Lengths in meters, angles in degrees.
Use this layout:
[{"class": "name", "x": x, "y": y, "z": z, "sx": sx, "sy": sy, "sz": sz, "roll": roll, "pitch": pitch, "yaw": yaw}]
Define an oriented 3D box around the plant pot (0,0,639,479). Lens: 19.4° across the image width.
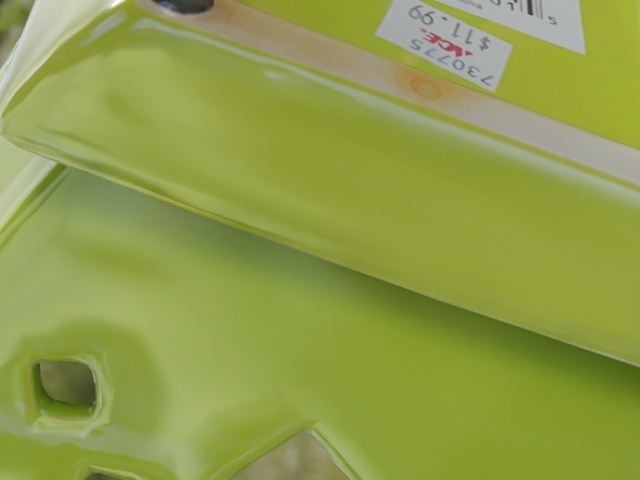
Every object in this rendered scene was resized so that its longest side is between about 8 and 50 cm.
[{"class": "plant pot", "x": 0.000, "y": 0.000, "z": 0.545, "sx": 0.227, "sy": 0.228, "sz": 0.207, "roll": -82, "pitch": 14, "yaw": -54}]
